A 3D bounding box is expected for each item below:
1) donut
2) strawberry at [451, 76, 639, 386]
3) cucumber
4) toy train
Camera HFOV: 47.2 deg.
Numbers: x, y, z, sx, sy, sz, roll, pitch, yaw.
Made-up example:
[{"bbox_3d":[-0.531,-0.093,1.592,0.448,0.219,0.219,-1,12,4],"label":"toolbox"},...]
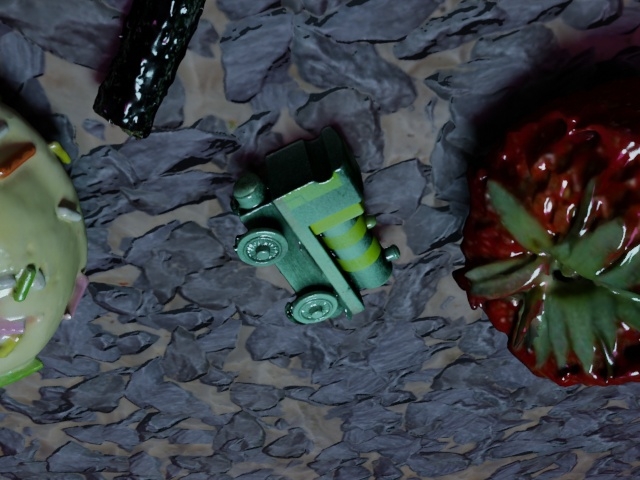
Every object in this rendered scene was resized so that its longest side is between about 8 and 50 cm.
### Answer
[{"bbox_3d":[-0.352,0.011,0.599,0.308,0.150,0.371,-2,136,-9],"label":"donut"},{"bbox_3d":[0.270,-0.009,0.651,0.258,0.261,0.261,-29,151,-39],"label":"strawberry"},{"bbox_3d":[-0.123,-0.147,0.548,0.053,0.053,0.181,17,129,-26],"label":"cucumber"},{"bbox_3d":[0.000,-0.001,0.703,0.132,0.083,0.200,-24,136,11],"label":"toy train"}]
